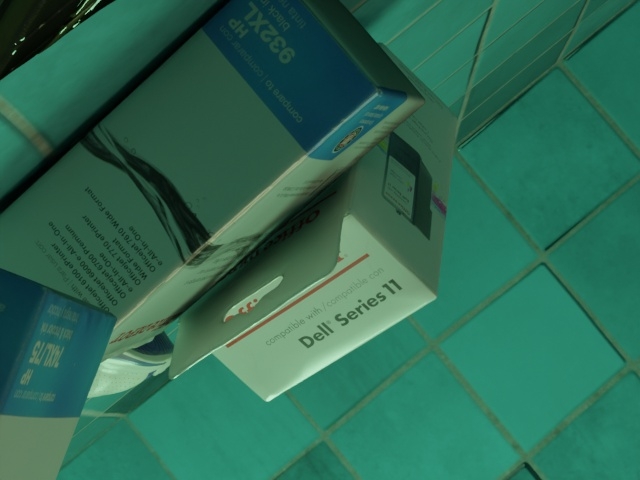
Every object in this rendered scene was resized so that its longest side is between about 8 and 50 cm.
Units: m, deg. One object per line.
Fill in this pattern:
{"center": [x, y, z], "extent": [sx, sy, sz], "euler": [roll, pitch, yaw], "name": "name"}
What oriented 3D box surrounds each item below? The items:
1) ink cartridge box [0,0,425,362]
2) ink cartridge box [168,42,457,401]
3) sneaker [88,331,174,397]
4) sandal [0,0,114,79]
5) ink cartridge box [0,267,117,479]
{"center": [-0.086, -0.056, 1.311], "extent": [0.307, 0.129, 0.223], "euler": [-41, 175, 11], "name": "ink cartridge box"}
{"center": [0.000, 0.000, 1.499], "extent": [0.207, 0.119, 0.353], "euler": [-34, -155, 29], "name": "ink cartridge box"}
{"center": [-0.283, 0.118, 1.513], "extent": [0.182, 0.127, 0.315], "euler": [-38, 168, 24], "name": "sneaker"}
{"center": [-0.147, -0.122, 0.760], "extent": [0.120, 0.086, 0.303], "euler": [-42, -169, -36], "name": "sandal"}
{"center": [-0.250, 0.123, 0.822], "extent": [0.197, 0.198, 0.270], "euler": [73, 37, -84], "name": "ink cartridge box"}
